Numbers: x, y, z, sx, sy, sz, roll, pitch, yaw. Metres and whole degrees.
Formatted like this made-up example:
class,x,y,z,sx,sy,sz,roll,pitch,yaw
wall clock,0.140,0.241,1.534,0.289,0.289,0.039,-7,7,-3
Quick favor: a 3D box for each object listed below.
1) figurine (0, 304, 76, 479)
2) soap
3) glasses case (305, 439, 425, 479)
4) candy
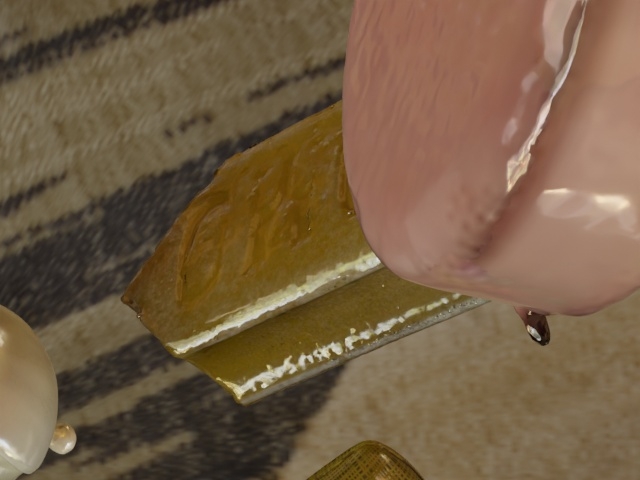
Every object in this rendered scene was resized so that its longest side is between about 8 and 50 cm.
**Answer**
class,x,y,z,sx,sy,sz,roll,pitch,yaw
figurine,-0.246,0.063,1.208,0.144,0.182,0.257,-57,138,-27
soap,0.000,0.000,1.199,0.080,0.257,0.160,45,34,-33
glasses case,-0.036,0.200,1.052,0.234,0.064,0.079,-39,106,6
candy,0.086,-0.088,0.734,0.094,0.255,0.255,13,81,-17
